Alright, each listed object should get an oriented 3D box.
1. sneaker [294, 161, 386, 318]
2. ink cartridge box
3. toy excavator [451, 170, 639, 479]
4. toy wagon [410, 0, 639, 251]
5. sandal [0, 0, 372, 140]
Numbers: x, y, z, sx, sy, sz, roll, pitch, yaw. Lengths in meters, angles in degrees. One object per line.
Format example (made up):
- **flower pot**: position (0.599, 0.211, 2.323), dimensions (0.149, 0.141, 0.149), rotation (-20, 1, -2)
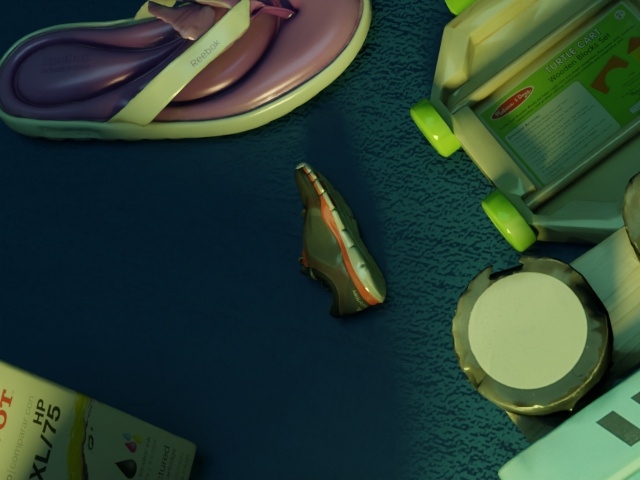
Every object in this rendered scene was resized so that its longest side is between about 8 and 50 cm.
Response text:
- **sneaker**: position (0.000, 0.000, 1.145), dimensions (0.065, 0.061, 0.158), rotation (-33, 60, 14)
- **ink cartridge box**: position (-0.272, 0.214, 1.028), dimensions (0.197, 0.270, 0.198), rotation (2, 70, 32)
- **toy excavator**: position (0.254, 0.216, 0.880), dimensions (0.433, 0.222, 0.445), rotation (-37, 69, 6)
- **toy wagon**: position (0.210, -0.157, 1.119), dimensions (0.267, 0.068, 0.344), rotation (-37, 58, 4)
- **sandal**: position (-0.153, -0.183, 1.257), dimensions (0.416, 0.102, 0.169), rotation (-12, 65, 17)
